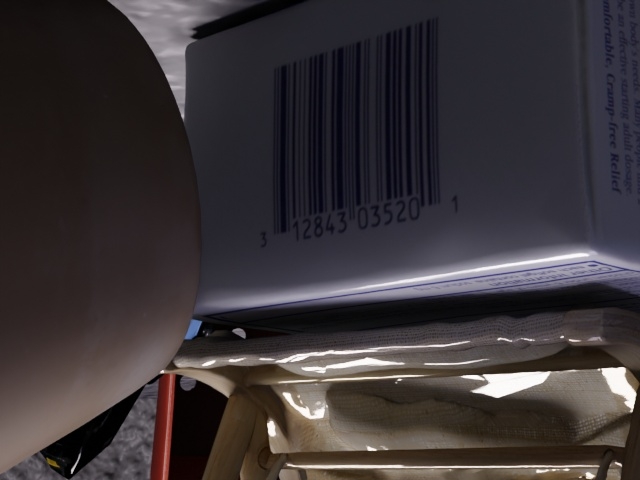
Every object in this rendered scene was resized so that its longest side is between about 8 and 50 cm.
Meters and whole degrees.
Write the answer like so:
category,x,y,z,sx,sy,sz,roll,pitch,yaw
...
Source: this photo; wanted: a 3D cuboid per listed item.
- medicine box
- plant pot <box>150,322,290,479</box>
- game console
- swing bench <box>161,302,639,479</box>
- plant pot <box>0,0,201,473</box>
category,x,y,z,sx,sy,sz,roll,pitch,yaw
medicine box,0.119,-0.030,0.731,0.289,0.149,0.263,9,167,-41
plant pot,-0.062,0.171,1.592,0.267,0.267,0.236,4,-179,-19
game console,-0.119,0.057,1.183,0.044,0.213,0.361,32,-171,3
swing bench,0.047,0.169,0.688,0.253,0.254,0.165,-6,162,35
plant pot,-0.215,-0.003,0.600,0.280,0.323,0.323,-13,179,-35
